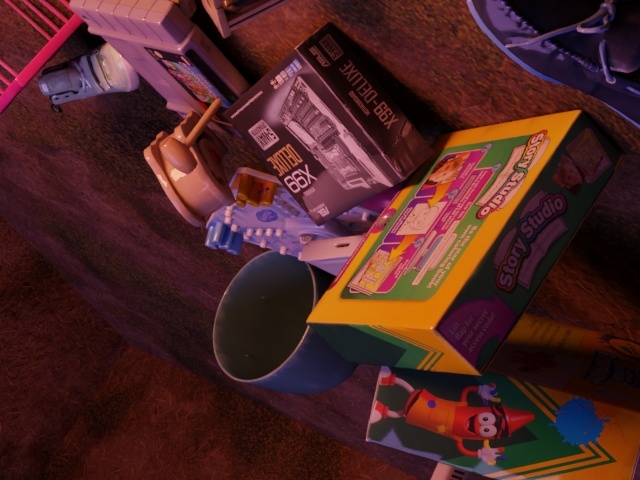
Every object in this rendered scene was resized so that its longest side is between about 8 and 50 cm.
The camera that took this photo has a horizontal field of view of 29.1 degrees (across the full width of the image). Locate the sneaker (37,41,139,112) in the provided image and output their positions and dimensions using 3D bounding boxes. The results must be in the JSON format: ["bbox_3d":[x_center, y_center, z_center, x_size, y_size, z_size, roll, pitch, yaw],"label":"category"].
[{"bbox_3d":[-0.416,-0.288,2.188,0.256,0.151,0.094,-7,103,67],"label":"sneaker"}]

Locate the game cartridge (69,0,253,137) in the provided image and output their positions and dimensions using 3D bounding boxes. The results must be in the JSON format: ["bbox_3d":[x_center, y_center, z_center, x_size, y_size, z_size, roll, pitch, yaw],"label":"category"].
[{"bbox_3d":[-0.229,-0.281,2.026,0.230,0.068,0.355,23,166,39],"label":"game cartridge"}]

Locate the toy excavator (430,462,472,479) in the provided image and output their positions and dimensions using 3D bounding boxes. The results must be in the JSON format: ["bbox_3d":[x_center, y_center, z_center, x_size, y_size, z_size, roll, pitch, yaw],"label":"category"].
[{"bbox_3d":[0.253,0.391,2.348,0.433,0.445,0.222,44,159,-29],"label":"toy excavator"}]

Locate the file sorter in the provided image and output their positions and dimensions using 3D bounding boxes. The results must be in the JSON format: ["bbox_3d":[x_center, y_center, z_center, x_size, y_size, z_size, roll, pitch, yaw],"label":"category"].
[{"bbox_3d":[-0.557,-0.371,2.180,0.182,0.202,0.291,42,159,-14],"label":"file sorter"}]

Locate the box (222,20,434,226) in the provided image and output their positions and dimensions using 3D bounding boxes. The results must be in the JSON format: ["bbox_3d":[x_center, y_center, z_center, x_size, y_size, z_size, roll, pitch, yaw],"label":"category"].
[{"bbox_3d":[0.004,-0.164,1.856,0.242,0.076,0.307,51,154,-7],"label":"box"}]

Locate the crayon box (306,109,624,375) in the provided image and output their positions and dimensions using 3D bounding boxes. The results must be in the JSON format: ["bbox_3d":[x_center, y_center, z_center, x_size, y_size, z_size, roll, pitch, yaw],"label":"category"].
[{"bbox_3d":[0.186,0.003,1.642,0.106,0.363,0.313,45,158,-22],"label":"crayon box"}]

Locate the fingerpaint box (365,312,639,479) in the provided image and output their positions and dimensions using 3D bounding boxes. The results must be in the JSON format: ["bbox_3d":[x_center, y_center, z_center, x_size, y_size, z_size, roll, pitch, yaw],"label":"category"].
[{"bbox_3d":[0.311,0.234,1.880,0.371,0.163,0.445,14,-169,15],"label":"fingerpaint box"}]

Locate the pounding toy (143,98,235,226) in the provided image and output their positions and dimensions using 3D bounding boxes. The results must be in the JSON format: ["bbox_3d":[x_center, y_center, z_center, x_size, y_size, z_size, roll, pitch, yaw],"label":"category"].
[{"bbox_3d":[-0.181,-0.132,2.013,0.154,0.155,0.269,54,-168,-13],"label":"pounding toy"}]

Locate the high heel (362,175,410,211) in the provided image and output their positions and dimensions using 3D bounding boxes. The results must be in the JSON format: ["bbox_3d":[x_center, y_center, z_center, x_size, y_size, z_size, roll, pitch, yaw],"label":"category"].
[{"bbox_3d":[0.061,-0.122,1.998,0.244,0.082,0.117,24,156,44],"label":"high heel"}]

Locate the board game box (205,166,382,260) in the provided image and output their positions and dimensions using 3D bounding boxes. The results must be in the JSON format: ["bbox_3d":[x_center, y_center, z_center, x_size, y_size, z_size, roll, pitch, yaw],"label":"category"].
[{"bbox_3d":[0.000,0.000,2.232,0.390,0.050,0.390,17,162,-9],"label":"board game box"}]

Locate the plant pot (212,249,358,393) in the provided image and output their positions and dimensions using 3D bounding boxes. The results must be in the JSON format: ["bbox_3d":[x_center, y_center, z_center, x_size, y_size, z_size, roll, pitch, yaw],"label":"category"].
[{"bbox_3d":[-0.043,0.194,2.625,0.293,0.293,0.235,11,167,48],"label":"plant pot"}]

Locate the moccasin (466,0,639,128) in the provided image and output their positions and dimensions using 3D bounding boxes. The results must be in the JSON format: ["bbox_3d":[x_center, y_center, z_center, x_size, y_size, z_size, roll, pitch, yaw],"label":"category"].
[{"bbox_3d":[0.319,-0.217,1.303,0.342,0.137,0.117,24,160,-17],"label":"moccasin"}]

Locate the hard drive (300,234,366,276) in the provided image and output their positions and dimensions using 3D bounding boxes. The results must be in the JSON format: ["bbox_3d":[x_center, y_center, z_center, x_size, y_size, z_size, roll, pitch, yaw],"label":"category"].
[{"bbox_3d":[0.144,0.065,2.165,0.307,0.040,0.203,26,159,-38],"label":"hard drive"}]

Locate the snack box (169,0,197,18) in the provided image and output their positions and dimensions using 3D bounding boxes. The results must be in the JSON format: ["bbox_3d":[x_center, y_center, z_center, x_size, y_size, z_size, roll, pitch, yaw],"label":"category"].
[{"bbox_3d":[-0.248,-0.397,1.863,0.100,0.037,0.141,28,162,16],"label":"snack box"}]

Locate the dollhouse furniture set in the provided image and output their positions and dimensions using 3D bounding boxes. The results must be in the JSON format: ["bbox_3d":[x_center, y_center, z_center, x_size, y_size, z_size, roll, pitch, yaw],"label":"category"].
[{"bbox_3d":[-0.122,-0.392,1.607,0.183,0.129,0.129,58,171,26],"label":"dollhouse furniture set"}]
